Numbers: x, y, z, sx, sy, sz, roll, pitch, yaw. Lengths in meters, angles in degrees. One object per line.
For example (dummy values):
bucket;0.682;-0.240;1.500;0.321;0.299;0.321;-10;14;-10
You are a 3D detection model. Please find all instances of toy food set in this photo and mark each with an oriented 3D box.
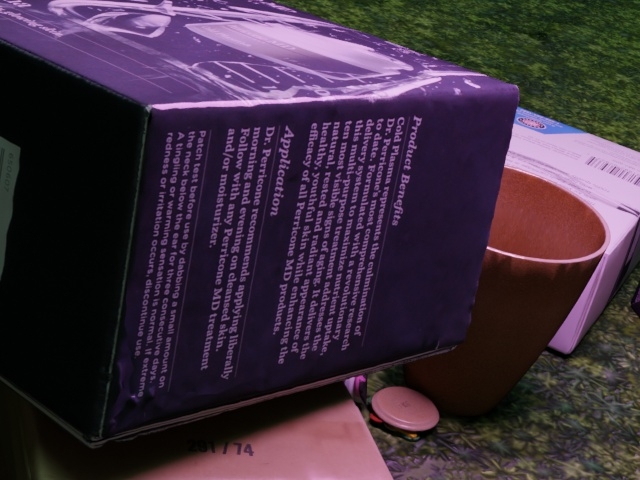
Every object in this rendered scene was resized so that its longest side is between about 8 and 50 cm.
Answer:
toy food set;0.095;0.196;1.617;0.083;0.020;0.082;29;31;25

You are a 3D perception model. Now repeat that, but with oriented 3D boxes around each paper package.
paper package;-0.136;0.207;1.326;0.324;0.168;0.309;4;29;-21

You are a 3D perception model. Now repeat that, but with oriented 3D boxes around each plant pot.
plant pot;0.184;0.069;1.644;0.237;0.254;0.237;12;27;-6

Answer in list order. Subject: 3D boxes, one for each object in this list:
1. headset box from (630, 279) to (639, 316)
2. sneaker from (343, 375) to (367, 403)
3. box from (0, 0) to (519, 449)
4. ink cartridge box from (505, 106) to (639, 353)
headset box;0.612;0.037;1.953;0.293;0.218;0.110;5;30;-19
sneaker;0.015;0.126;1.662;0.077;0.072;0.178;2;22;-2
box;-0.155;-0.070;1.357;0.480;0.297;0.471;26;22;38
ink cartridge box;0.303;-0.031;1.986;0.285;0.166;0.395;23;28;18
